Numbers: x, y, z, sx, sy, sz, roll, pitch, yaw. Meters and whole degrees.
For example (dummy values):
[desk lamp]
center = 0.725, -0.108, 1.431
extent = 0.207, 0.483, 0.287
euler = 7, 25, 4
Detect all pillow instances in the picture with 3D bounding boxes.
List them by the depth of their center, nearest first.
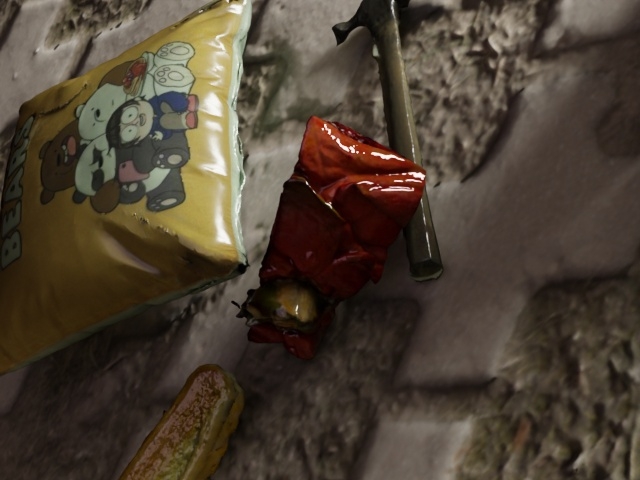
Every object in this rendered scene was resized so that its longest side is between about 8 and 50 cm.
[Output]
[pillow]
center = -0.185, -0.051, 1.315
extent = 0.312, 0.119, 0.310
euler = -23, 56, 32

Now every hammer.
[hammer]
center = 0.065, -0.094, 1.164
extent = 0.125, 0.027, 0.297
euler = -32, 47, 34

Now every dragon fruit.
[dragon fruit]
center = -0.015, -0.004, 1.126
extent = 0.192, 0.092, 0.122
euler = -63, 33, 17

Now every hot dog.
[hot dog]
center = -0.125, 0.198, 1.160
extent = 0.066, 0.047, 0.215
euler = 32, 90, 35
